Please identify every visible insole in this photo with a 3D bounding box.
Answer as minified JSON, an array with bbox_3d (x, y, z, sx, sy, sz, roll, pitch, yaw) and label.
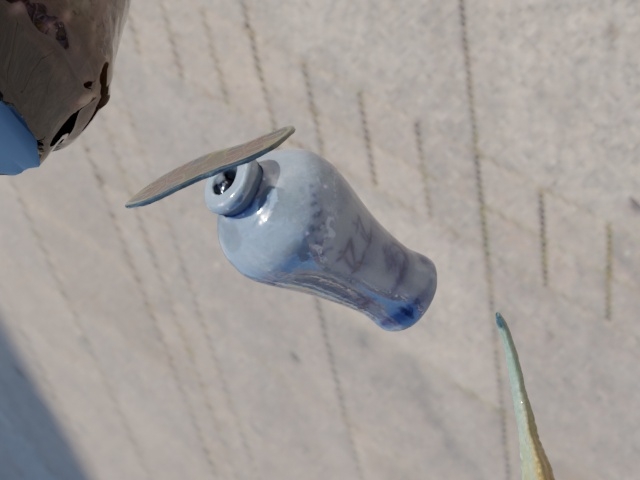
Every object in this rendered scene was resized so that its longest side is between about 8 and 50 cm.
[{"bbox_3d":[-0.090,-0.057,1.169,0.193,0.065,0.006,-18,110,46],"label":"insole"}]

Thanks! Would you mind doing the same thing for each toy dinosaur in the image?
[{"bbox_3d":[0.172,0.252,1.145,0.092,0.393,0.205,4,171,-1],"label":"toy dinosaur"}]

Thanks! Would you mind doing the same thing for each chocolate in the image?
[{"bbox_3d":[-0.275,-0.193,1.043,0.340,0.210,0.225,16,151,31],"label":"chocolate"}]

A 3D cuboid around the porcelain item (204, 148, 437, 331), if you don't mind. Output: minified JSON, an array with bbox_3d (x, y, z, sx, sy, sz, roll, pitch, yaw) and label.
[{"bbox_3d":[0.000,0.000,1.455,0.259,0.141,0.141,33,168,-33],"label":"porcelain item"}]
